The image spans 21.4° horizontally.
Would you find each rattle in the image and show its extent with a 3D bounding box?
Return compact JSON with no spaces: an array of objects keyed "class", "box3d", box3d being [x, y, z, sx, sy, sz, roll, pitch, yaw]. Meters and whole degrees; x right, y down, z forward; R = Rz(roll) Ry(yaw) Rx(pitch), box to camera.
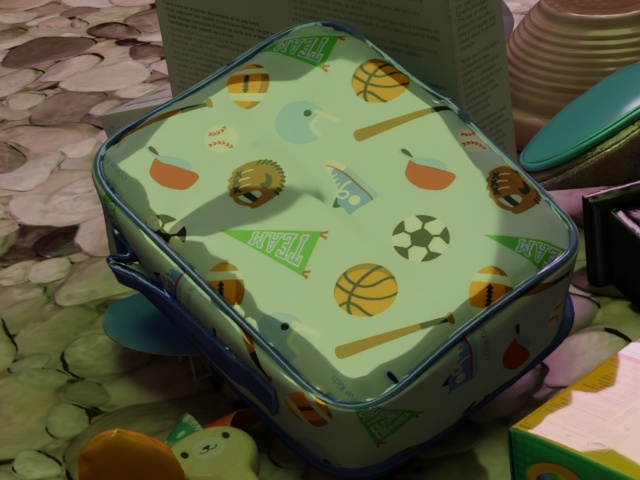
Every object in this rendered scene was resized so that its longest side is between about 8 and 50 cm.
[{"class":"rattle","box3d":[-0.092,0.116,0.999,0.130,0.143,0.199,-15,28,30]}]

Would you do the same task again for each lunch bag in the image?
[{"class":"lunch bag","box3d":[0.000,0.000,1.111,0.243,0.115,0.303,-36,58,-20]}]

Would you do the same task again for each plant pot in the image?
[{"class":"plant pot","box3d":[0.254,-0.165,1.473,0.237,0.110,0.237,-6,26,3]}]

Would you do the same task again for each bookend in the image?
[{"class":"bookend","box3d":[0.284,0.010,1.163,0.157,0.072,0.156,-15,28,-11]}]

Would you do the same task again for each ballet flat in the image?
[{"class":"ballet flat","box3d":[0.294,-0.112,1.336,0.316,0.106,0.107,-40,22,-14]}]

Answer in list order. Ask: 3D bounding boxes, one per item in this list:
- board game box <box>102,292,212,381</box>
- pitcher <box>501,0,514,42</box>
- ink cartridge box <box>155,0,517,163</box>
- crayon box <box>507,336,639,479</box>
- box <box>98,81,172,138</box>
[{"class":"board game box","box3d":[-0.071,0.059,1.213,0.169,0.033,0.133,-21,24,-33]},{"class":"pitcher","box3d":[0.057,-0.145,1.487,0.207,0.178,0.125,-27,69,-8]},{"class":"ink cartridge box","box3d":[0.001,-0.155,1.281,0.324,0.330,0.071,20,38,41]},{"class":"crayon box","box3d":[0.259,0.139,0.910,0.165,0.081,0.278,-29,34,-34]},{"class":"box","box3d":[-0.089,-0.139,1.550,0.186,0.038,0.145,-32,18,-37]}]
